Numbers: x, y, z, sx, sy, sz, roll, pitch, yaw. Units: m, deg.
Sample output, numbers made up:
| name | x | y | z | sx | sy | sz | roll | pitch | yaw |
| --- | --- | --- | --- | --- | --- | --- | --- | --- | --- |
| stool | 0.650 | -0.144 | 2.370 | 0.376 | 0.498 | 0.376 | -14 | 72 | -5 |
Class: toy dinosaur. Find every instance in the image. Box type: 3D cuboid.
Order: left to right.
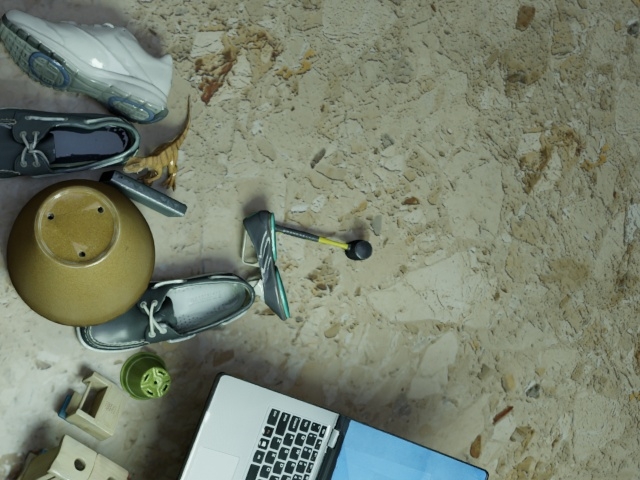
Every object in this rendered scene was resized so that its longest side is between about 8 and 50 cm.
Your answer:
| name | x | y | z | sx | sy | sz | roll | pitch | yaw |
| --- | --- | --- | --- | --- | --- | --- | --- | --- | --- |
| toy dinosaur | -0.256 | -0.145 | 1.661 | 0.064 | 0.112 | 0.211 | 27 | 37 | 7 |

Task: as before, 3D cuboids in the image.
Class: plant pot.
| name | x | y | z | sx | sy | sz | roll | pitch | yaw |
| --- | --- | --- | --- | --- | --- | --- | --- | --- | --- |
| plant pot | -0.364 | 0.000 | 1.492 | 0.237 | 0.254 | 0.237 | 2 | 79 | -11 |
| plant pot | -0.286 | 0.233 | 1.658 | 0.083 | 0.079 | 0.083 | -1 | 92 | -26 |

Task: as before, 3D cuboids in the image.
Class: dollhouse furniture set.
| name | x | y | z | sx | sy | sz | roll | pitch | yaw |
| --- | --- | --- | --- | --- | --- | --- | --- | --- | --- |
| dollhouse furniture set | -0.383 | 0.340 | 1.613 | 0.129 | 0.129 | 0.184 | 39 | 44 | -23 |

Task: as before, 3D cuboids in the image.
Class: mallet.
| name | x | y | z | sx | sy | sz | roll | pitch | yaw |
| --- | --- | --- | --- | --- | --- | --- | --- | --- | --- |
| mallet | 0.000 | 0.000 | 1.813 | 0.189 | 0.062 | 0.039 | 14 | 84 | -9 |

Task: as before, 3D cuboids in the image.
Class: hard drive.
| name | x | y | z | sx | sy | sz | roll | pitch | yaw |
| --- | --- | --- | --- | --- | --- | --- | --- | --- | --- |
| hard drive | -0.294 | -0.077 | 1.637 | 0.135 | 0.094 | 0.022 | 27 | 80 | -23 |

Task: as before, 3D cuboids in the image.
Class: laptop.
| name | x | y | z | sx | sy | sz | roll | pitch | yaw |
| --- | --- | --- | --- | --- | --- | --- | --- | --- | --- |
| laptop | -0.011 | 0.458 | 1.513 | 0.407 | 0.236 | 0.382 | 26 | 80 | -36 |

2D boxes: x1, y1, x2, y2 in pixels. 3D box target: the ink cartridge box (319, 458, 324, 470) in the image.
| name | x | y | z | sx | sy | sz | roll | pitch | yaw |
| --- | --- | --- | --- | --- | --- | --- | --- | --- | --- |
| ink cartridge box | -0.020 | 0.553 | 1.739 | 0.285 | 0.166 | 0.395 | -14 | 97 | -23 |

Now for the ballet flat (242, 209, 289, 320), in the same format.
| name | x | y | z | sx | sy | sz | roll | pitch | yaw |
| --- | --- | --- | --- | --- | --- | --- | --- | --- | --- |
| ballet flat | -0.102 | 0.047 | 1.751 | 0.074 | 0.074 | 0.203 | -14 | 103 | -24 |

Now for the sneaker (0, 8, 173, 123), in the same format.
| name | x | y | z | sx | sy | sz | roll | pitch | yaw |
| --- | --- | --- | --- | --- | --- | --- | --- | --- | --- |
| sneaker | -0.375 | -0.300 | 1.606 | 0.297 | 0.111 | 0.129 | 25 | 65 | -27 |

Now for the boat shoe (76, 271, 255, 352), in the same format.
| name | x | y | z | sx | sy | sz | roll | pitch | yaw |
| --- | --- | --- | --- | --- | --- | --- | --- | --- | --- |
| boat shoe | -0.256 | 0.116 | 1.661 | 0.302 | 0.091 | 0.114 | -20 | 99 | -23 |

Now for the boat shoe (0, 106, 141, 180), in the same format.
| name | x | y | z | sx | sy | sz | roll | pitch | yaw |
| --- | --- | --- | --- | --- | --- | --- | --- | --- | --- |
| boat shoe | -0.441 | -0.157 | 1.566 | 0.319 | 0.099 | 0.116 | -4 | 93 | -25 |
